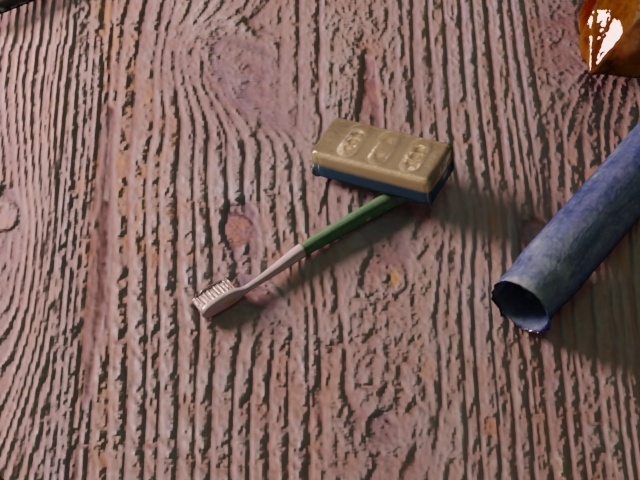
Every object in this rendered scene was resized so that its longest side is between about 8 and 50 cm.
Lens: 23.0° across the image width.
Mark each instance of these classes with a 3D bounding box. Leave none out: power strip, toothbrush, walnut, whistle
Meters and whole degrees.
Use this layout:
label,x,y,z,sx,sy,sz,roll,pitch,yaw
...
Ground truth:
label,x,y,z,sx,sy,sz,roll,pitch,yaw
power strip,0.053,-0.072,1.405,0.123,0.032,0.056,15,47,23
toothbrush,0.000,0.000,1.376,0.257,0.018,0.024,-29,55,-21
walnut,0.316,-0.224,1.504,0.116,0.116,0.207,33,67,19
whistle,0.261,-0.037,1.391,0.062,0.062,0.304,34,59,19

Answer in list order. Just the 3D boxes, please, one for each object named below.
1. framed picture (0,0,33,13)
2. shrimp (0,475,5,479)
label,x,y,z,sx,sy,sz,roll,pitch,yaw
framed picture,-0.294,-0.404,1.543,0.244,0.013,0.324,-27,91,-23
shrimp,-0.368,0.304,1.094,0.221,0.110,0.446,10,51,11
